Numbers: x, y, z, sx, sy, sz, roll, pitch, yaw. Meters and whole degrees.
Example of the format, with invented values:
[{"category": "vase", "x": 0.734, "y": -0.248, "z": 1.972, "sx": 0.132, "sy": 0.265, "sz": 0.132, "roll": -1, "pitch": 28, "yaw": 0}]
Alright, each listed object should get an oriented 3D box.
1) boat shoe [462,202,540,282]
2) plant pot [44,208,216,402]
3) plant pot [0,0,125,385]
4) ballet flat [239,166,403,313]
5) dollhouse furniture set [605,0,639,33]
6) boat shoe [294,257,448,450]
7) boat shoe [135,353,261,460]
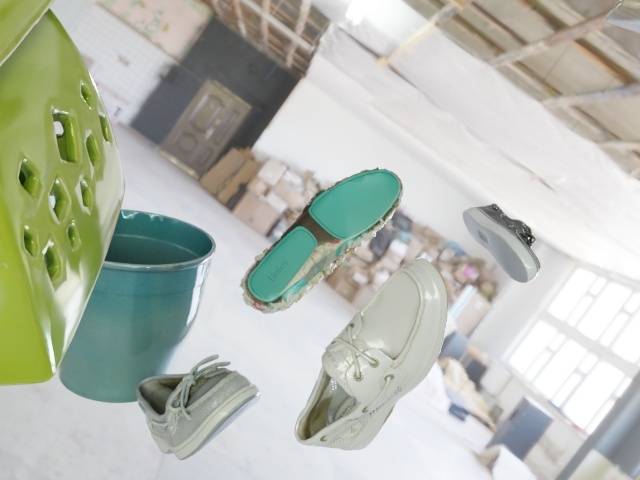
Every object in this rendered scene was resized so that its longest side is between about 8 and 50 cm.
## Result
[{"category": "boat shoe", "x": 0.318, "y": -0.005, "z": 1.311, "sx": 0.228, "sy": 0.076, "sz": 0.080, "roll": -124, "pitch": -166, "yaw": -65}, {"category": "plant pot", "x": -0.321, "y": 0.109, "z": 1.259, "sx": 0.271, "sy": 0.255, "sz": 0.271, "roll": 10, "pitch": 17, "yaw": -3}, {"category": "plant pot", "x": -0.253, "y": -0.064, "z": 0.455, "sx": 0.227, "sy": 0.207, "sz": 0.228, "roll": 0, "pitch": 34, "yaw": -3}, {"category": "ballet flat", "x": 0.000, "y": 0.000, "z": 0.959, "sx": 0.091, "sy": 0.241, "sz": 0.077, "roll": 49, "pitch": -10, "yaw": 15}, {"category": "dollhouse furniture set", "x": 0.380, "y": -0.352, "z": 0.748, "sx": 0.286, "sy": 0.198, "sz": 0.303, "roll": 18, "pitch": -8, "yaw": -1}, {"category": "boat shoe", "x": 0.048, "y": 0.139, "z": 0.871, "sx": 0.096, "sy": 0.277, "sz": 0.098, "roll": 1, "pitch": 36, "yaw": -35}, {"category": "boat shoe", "x": -0.175, "y": 0.213, "z": 1.035, "sx": 0.103, "sy": 0.118, "sz": 0.320, "roll": 54, "pitch": -26, "yaw": -2}]
